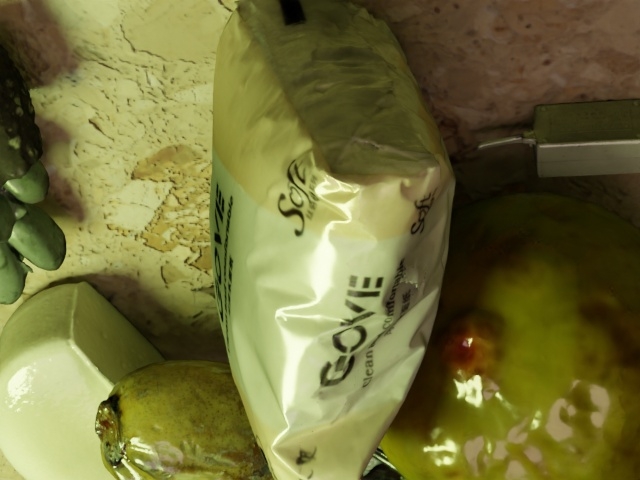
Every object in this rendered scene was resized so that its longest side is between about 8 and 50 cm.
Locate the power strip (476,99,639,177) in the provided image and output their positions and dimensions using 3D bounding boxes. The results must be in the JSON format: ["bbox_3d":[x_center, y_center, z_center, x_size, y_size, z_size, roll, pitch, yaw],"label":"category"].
[{"bbox_3d":[0.236,-0.096,1.762,0.175,0.075,0.042,-2,126,8],"label":"power strip"}]

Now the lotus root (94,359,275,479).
[{"bbox_3d":[-0.089,0.196,1.845,0.278,0.154,0.154,10,128,-19],"label":"lotus root"}]

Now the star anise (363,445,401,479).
[{"bbox_3d":[-0.001,0.287,2.061,0.230,0.081,0.262,-3,127,-17],"label":"star anise"}]

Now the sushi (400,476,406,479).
[{"bbox_3d":[0.142,0.354,2.031,0.184,0.139,0.274,-18,135,-13],"label":"sushi"}]

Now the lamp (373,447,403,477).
[{"bbox_3d":[0.071,0.194,1.936,0.371,0.108,0.130,39,163,18],"label":"lamp"}]

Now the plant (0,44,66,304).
[{"bbox_3d":[-0.329,-0.061,1.784,0.146,0.149,0.275,-4,129,7],"label":"plant"}]

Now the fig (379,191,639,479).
[{"bbox_3d":[0.212,0.118,1.783,0.343,0.343,0.343,2,127,3],"label":"fig"}]

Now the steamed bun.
[{"bbox_3d":[-0.250,0.179,1.955,0.164,0.146,0.242,-31,118,16],"label":"steamed bun"}]

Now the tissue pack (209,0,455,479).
[{"bbox_3d":[0.000,0.000,1.685,0.195,0.390,0.376,0,121,-16],"label":"tissue pack"}]
